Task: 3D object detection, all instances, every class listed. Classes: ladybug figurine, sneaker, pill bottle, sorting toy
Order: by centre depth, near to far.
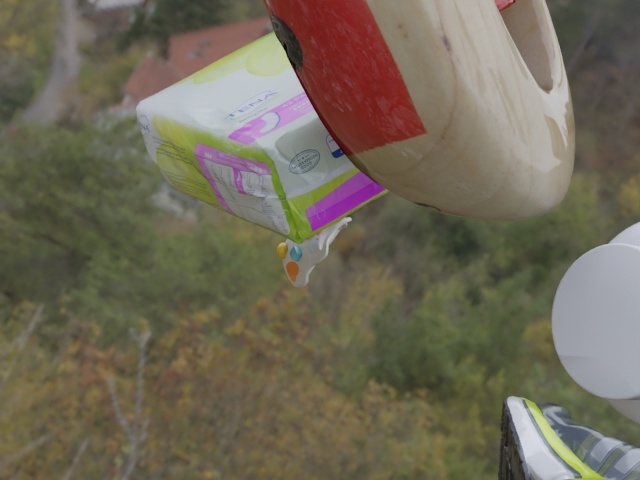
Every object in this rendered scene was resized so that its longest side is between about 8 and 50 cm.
[{"bbox_3d":[0.170,0.160,0.799,0.121,0.111,0.300,2,9,-6],"label":"sneaker"},{"bbox_3d":[0.047,-0.215,1.048,0.449,0.162,0.305,69,21,-6],"label":"ladybug figurine"},{"bbox_3d":[0.348,0.073,1.236,0.323,0.181,0.181,4,29,-43],"label":"pill bottle"},{"bbox_3d":[0.000,0.000,1.444,0.045,0.083,0.075,43,-24,-17],"label":"sorting toy"}]

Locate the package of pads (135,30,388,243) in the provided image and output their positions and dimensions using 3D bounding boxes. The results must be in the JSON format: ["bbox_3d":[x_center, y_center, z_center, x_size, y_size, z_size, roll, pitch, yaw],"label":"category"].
[{"bbox_3d":[-0.015,-0.109,1.299,0.296,0.229,0.101,24,-40,58],"label":"package of pads"}]
